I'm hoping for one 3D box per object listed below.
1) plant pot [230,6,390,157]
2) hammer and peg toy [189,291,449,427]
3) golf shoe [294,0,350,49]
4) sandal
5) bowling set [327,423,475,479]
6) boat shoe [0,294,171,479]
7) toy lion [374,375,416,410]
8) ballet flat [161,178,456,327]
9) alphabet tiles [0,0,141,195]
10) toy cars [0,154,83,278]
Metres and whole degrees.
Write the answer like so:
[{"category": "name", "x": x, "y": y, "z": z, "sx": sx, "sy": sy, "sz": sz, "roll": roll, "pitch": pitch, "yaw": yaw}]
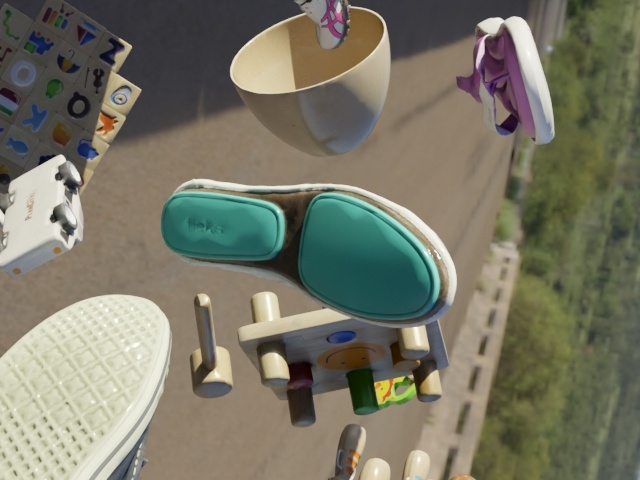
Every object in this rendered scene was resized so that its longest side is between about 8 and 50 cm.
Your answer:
[{"category": "plant pot", "x": 0.005, "y": -0.262, "z": 2.018, "sx": 0.284, "sy": 0.284, "sz": 0.191, "roll": -66, "pitch": 144, "yaw": -45}, {"category": "hammer and peg toy", "x": -0.015, "y": 0.156, "z": 1.519, "sx": 0.266, "sy": 0.361, "sz": 0.127, "roll": 68, "pitch": 11, "yaw": -63}, {"category": "golf shoe", "x": 0.000, "y": -0.349, "z": 1.634, "sx": 0.186, "sy": 0.085, "sz": 0.068, "roll": 93, "pitch": -20, "yaw": -53}, {"category": "sandal", "x": 0.240, "y": -0.210, "z": 1.538, "sx": 0.416, "sy": 0.102, "sz": 0.169, "roll": -76, "pitch": 147, "yaw": -78}, {"category": "bowling set", "x": 0.133, "y": 0.415, "z": 1.744, "sx": 0.287, "sy": 0.199, "sz": 0.154, "roll": 60, "pitch": 38, "yaw": -43}, {"category": "boat shoe", "x": -0.273, "y": 0.261, "z": 1.127, "sx": 0.156, "sy": 0.186, "sz": 0.500, "roll": 83, "pitch": 16, "yaw": -46}, {"category": "toy lion", "x": 0.109, "y": 0.236, "z": 1.824, "sx": 0.096, "sy": 0.100, "sz": 0.034, "roll": -51, "pitch": 130, "yaw": -15}, {"category": "ballet flat", "x": 0.000, "y": 0.000, "z": 1.267, "sx": 0.139, "sy": 0.400, "sz": 0.139, "roll": -21, "pitch": 116, "yaw": -50}, {"category": "alphabet tiles", "x": -0.483, "y": -0.237, "z": 1.968, "sx": 0.285, "sy": 0.011, "sz": 0.343, "roll": 31, "pitch": 88, "yaw": -32}, {"category": "toy cars", "x": -0.396, "y": -0.028, "z": 1.429, "sx": 0.176, "sy": 0.393, "sz": 0.087, "roll": -51, "pitch": 128, "yaw": -25}]
